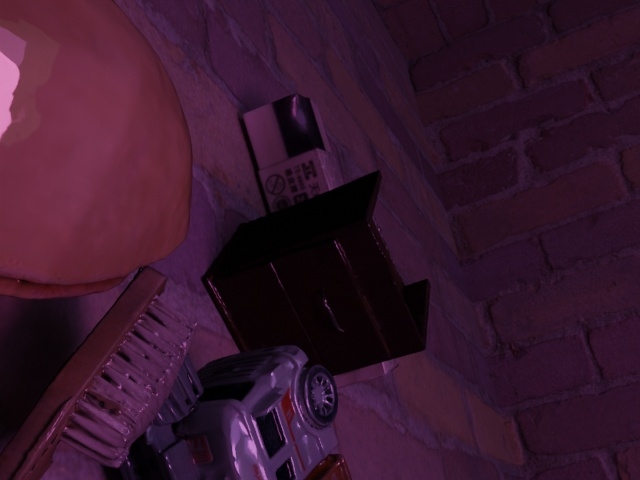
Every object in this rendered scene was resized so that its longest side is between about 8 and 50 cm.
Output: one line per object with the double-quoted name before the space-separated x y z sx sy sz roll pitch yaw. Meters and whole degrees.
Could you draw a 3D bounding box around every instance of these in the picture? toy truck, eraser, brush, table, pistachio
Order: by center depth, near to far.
"brush" -0.153 0.133 0.410 0.065 0.070 0.327 31 37 -3
"pistachio" -0.174 -0.058 0.411 0.214 0.193 0.318 60 11 17
"toy truck" -0.052 0.237 0.585 0.184 0.132 0.339 -28 100 -61
"table" 0.006 0.050 0.836 0.169 0.193 0.172 64 19 -18
"eraser" 0.000 0.000 1.029 0.096 0.098 0.404 0 72 -72
